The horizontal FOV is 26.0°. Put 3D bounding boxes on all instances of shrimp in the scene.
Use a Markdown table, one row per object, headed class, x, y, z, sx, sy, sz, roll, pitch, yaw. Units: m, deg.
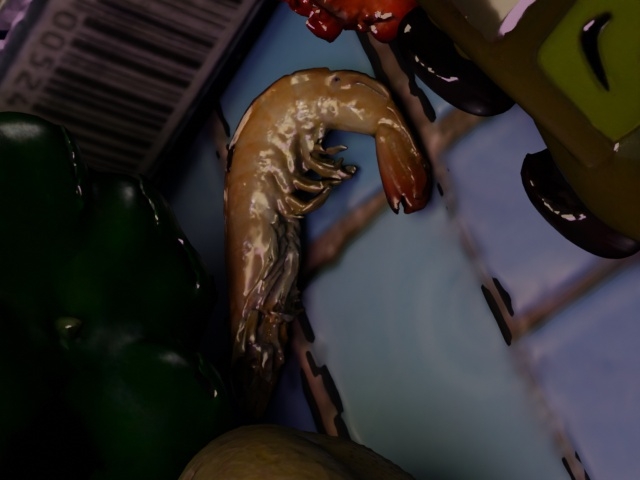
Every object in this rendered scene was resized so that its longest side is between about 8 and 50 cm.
| class | x | y | z | sx | sy | sz | roll | pitch | yaw |
| --- | --- | --- | --- | --- | --- | --- | --- | --- | --- |
| shrimp | 0.001 | 0.000 | 0.679 | 0.124 | 0.034 | 0.178 | -6 | 73 | 36 |

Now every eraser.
| class | x | y | z | sx | sy | sz | roll | pitch | yaw |
| --- | --- | --- | --- | --- | --- | --- | --- | --- | --- |
| eraser | -0.086 | -0.173 | 0.715 | 0.332 | 0.155 | 0.101 | -56 | 46 | 18 |

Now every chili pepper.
| class | x | y | z | sx | sy | sz | roll | pitch | yaw |
| --- | --- | --- | --- | --- | --- | --- | --- | --- | --- |
| chili pepper | -0.176 | 0.068 | 0.671 | 0.256 | 0.248 | 0.233 | -36 | 56 | 40 |

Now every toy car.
| class | x | y | z | sx | sy | sz | roll | pitch | yaw |
| --- | --- | --- | --- | --- | --- | --- | --- | --- | --- |
| toy car | 0.096 | -0.109 | 0.481 | 0.204 | 0.198 | 0.248 | -50 | 64 | 22 |

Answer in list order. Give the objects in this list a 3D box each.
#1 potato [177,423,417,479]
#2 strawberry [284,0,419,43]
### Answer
| class | x | y | z | sx | sy | sz | roll | pitch | yaw |
| --- | --- | --- | --- | --- | --- | --- | --- | --- | --- |
| potato | -0.012 | 0.175 | 0.565 | 0.157 | 0.157 | 0.194 | 33 | 105 | 43 |
| strawberry | 0.013 | -0.167 | 0.639 | 0.086 | 0.145 | 0.145 | 34 | 104 | 56 |
